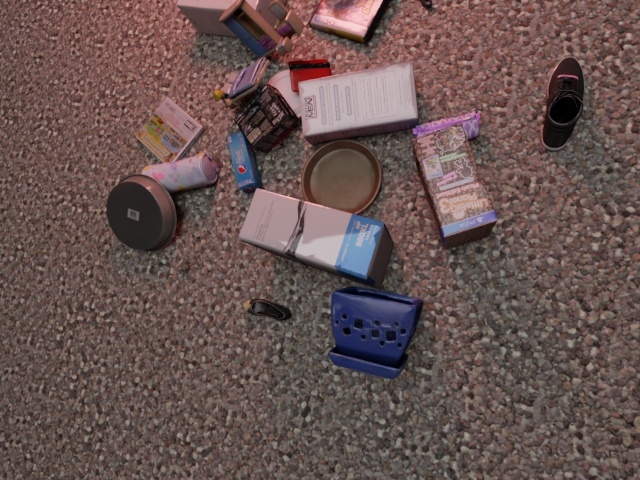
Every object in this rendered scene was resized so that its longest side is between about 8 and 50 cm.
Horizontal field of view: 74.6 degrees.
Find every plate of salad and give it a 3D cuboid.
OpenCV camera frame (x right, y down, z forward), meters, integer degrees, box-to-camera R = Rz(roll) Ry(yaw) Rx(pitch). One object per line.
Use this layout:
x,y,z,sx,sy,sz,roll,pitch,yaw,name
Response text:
-0.113,-0.523,1.522,0.199,0.048,0.200,-2,80,14,plate of salad

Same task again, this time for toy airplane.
-0.172,-0.395,1.525,0.151,0.028,0.151,-3,80,16,toy airplane

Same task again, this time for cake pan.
-0.664,-0.095,1.537,0.292,0.054,0.294,5,106,18,cake pan

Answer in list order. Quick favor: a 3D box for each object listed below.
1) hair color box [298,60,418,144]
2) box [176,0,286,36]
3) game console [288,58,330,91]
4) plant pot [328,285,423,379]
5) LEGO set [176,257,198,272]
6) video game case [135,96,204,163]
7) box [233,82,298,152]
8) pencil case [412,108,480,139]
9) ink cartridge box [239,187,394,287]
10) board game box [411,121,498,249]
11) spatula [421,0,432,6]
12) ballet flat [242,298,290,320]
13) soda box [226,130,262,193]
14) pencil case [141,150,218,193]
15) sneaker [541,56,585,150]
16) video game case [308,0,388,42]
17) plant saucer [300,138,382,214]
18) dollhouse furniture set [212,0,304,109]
0.125,-0.445,1.386,0.373,0.113,0.186,-6,88,12,hair color box
-0.329,-0.918,1.595,0.344,0.168,0.215,15,84,19,box
-0.039,-0.589,1.495,0.143,0.085,0.124,-5,33,-6,game console
0.156,0.259,1.209,0.235,0.236,0.212,9,89,18,plant pot
-0.482,0.093,1.530,0.083,0.023,0.054,-3,81,2,LEGO set
-0.594,-0.424,1.654,0.227,0.026,0.206,41,92,18,video game case
-0.192,-0.425,1.472,0.180,0.077,0.147,-40,74,22,box
0.399,-0.345,1.322,0.205,0.088,0.087,-13,78,14,pencil case
0.000,0.000,1.267,0.394,0.285,0.167,17,83,18,ink cartridge box
0.381,-0.145,1.214,0.141,0.232,0.291,-18,75,13,board game box
0.315,-0.933,1.485,0.084,0.030,0.297,-31,74,14,spatula
-0.182,0.227,1.401,0.173,0.049,0.058,8,81,17,ballet flat
-0.272,-0.280,1.509,0.067,0.071,0.210,-18,75,14,soda box
-0.521,-0.245,1.552,0.272,0.113,0.124,-11,90,15,pencil case
0.716,-0.424,1.215,0.104,0.147,0.296,12,82,19,sneaker
0.120,-0.868,1.513,0.248,0.035,0.275,28,90,24,video game case
0.070,-0.204,1.415,0.277,0.041,0.278,-3,79,15,plant saucer
-0.258,-0.638,1.425,0.286,0.198,0.304,-2,61,50,dollhouse furniture set
